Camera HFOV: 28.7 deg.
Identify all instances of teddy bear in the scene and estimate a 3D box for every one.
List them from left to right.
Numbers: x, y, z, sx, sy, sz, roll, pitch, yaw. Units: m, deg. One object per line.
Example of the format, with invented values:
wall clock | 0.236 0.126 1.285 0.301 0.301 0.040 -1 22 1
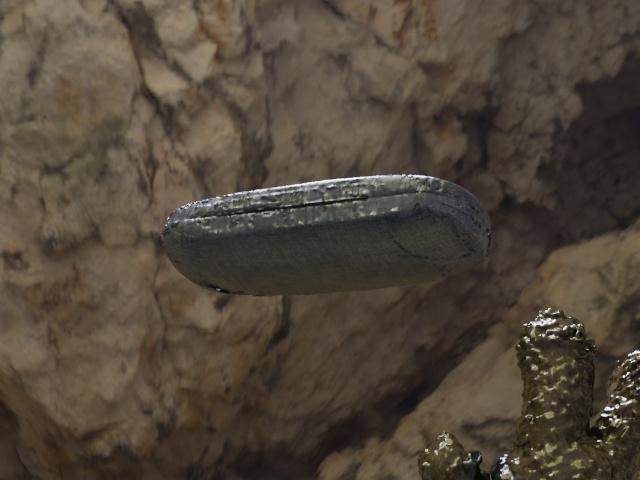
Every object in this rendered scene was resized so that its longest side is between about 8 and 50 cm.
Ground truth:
teddy bear | 0.149 0.170 0.846 0.182 0.129 0.251 32 -92 -18

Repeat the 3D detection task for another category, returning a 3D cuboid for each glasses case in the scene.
glasses case | 0.000 0.000 1.014 0.283 0.109 0.067 -8 -123 27
